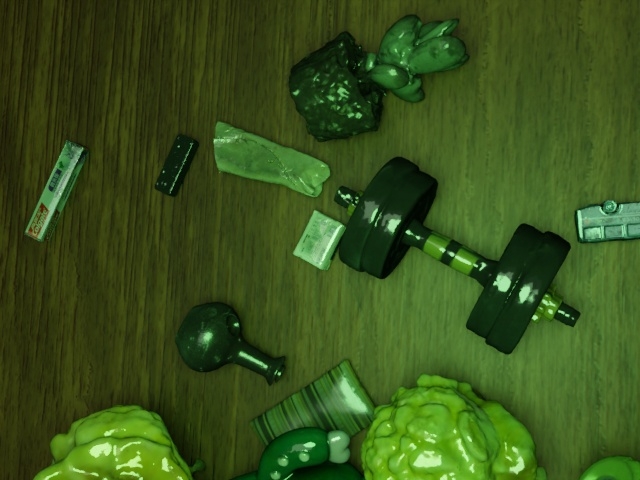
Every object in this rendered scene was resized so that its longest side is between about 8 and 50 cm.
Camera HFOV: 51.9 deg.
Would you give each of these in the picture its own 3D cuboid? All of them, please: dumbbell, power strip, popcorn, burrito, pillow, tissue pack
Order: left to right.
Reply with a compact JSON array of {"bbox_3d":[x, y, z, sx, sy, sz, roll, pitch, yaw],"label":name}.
[{"bbox_3d":[-0.335,0.441,0.994,0.382,0.349,0.349,-23,77,-23],"label":"popcorn"},{"bbox_3d":[-0.257,-0.134,1.179,0.038,0.029,0.111,26,91,18],"label":"power strip"},{"bbox_3d":[-0.093,-0.133,1.112,0.226,0.060,0.087,20,87,18],"label":"burrito"},{"bbox_3d":[-0.010,0.291,1.068,0.203,0.038,0.113,-34,77,11],"label":"pillow"},{"bbox_3d":[0.000,0.000,1.084,0.062,0.042,0.083,27,94,15],"label":"tissue pack"},{"bbox_3d":[0.176,0.295,0.924,0.259,0.259,0.212,-38,43,11],"label":"popcorn"},{"bbox_3d":[0.189,0.018,0.954,0.388,0.185,0.185,29,95,16],"label":"dumbbell"}]

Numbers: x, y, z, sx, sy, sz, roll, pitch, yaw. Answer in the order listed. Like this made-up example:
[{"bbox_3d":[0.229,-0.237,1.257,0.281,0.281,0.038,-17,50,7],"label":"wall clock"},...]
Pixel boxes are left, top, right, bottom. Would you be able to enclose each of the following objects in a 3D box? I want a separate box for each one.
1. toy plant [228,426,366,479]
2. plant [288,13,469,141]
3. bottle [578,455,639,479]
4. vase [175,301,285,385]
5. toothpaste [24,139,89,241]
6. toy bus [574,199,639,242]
[{"bbox_3d":[-0.020,0.397,1.013,0.243,0.112,0.232,-34,109,15],"label":"toy plant"},{"bbox_3d":[0.093,-0.256,1.019,0.275,0.149,0.146,-22,43,10],"label":"plant"},{"bbox_3d":[0.452,0.394,0.851,0.260,0.112,0.112,41,99,-11],"label":"bottle"},{"bbox_3d":[-0.144,0.179,1.086,0.183,0.120,0.120,28,94,1],"label":"vase"},{"bbox_3d":[-0.496,-0.093,1.243,0.040,0.047,0.196,26,94,3],"label":"toothpaste"},{"bbox_3d":[0.455,-0.030,0.946,0.166,0.047,0.065,-5,89,18],"label":"toy bus"}]
